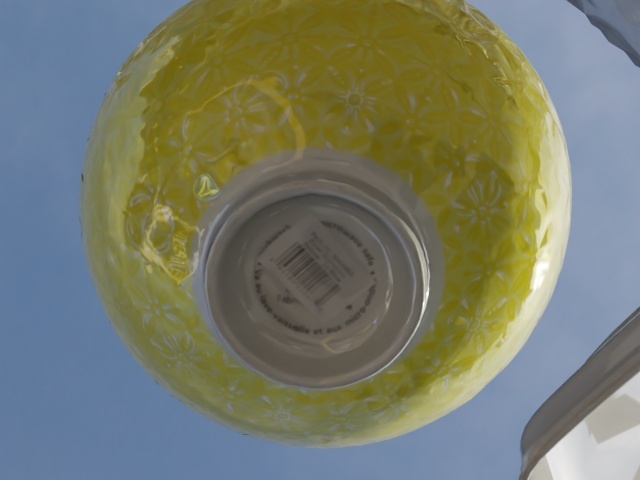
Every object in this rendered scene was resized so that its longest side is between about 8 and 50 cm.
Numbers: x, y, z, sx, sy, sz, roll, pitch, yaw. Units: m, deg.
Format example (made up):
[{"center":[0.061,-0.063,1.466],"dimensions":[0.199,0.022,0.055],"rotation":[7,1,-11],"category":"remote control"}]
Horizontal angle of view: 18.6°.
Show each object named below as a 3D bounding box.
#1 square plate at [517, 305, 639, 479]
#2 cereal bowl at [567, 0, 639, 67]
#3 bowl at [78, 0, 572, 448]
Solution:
[{"center":[0.237,0.088,1.057],"dimensions":[0.347,0.344,0.049],"rotation":[-41,-126,-16],"category":"square plate"},{"center":[0.165,-0.140,0.300],"dimensions":[0.339,0.339,0.141],"rotation":[15,-156,-7],"category":"cereal bowl"},{"center":[0.000,0.000,1.079],"dimensions":[0.289,0.289,0.156],"rotation":[20,-163,-4],"category":"bowl"}]
